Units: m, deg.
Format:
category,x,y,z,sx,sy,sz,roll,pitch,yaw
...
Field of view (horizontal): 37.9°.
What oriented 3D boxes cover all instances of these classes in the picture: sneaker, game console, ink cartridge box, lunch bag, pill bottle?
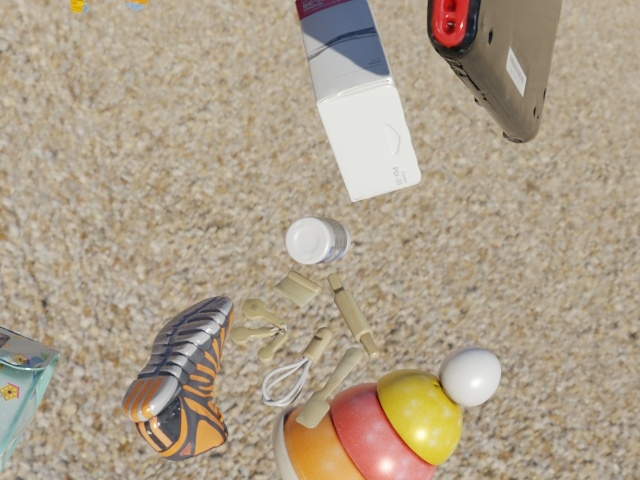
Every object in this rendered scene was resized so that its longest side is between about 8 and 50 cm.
category,x,y,z,sx,sy,sz,roll,pitch,yaw
sneaker,-0.219,0.250,1.638,0.180,0.124,0.321,62,39,-27
game console,0.158,-0.275,0.757,0.060,0.342,0.386,10,0,20
ink cartridge box,0.055,-0.233,1.428,0.283,0.117,0.207,-100,171,-45
lunch bag,-0.566,0.236,1.503,0.223,0.160,0.262,22,46,-5
pill bottle,0.000,0.000,1.541,0.078,0.078,0.137,51,15,12

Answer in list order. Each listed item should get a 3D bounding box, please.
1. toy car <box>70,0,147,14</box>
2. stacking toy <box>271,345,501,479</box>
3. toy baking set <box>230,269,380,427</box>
category,x,y,z,sx,sy,sz,roll,pitch,yaw
toy car,-0.290,-0.337,1.281,0.122,0.041,0.060,-8,51,-25
stacking toy,0.173,0.382,1.901,0.350,0.480,0.351,48,15,-17
toy baking set,-0.017,0.152,1.357,0.196,0.030,0.256,-24,53,-14
